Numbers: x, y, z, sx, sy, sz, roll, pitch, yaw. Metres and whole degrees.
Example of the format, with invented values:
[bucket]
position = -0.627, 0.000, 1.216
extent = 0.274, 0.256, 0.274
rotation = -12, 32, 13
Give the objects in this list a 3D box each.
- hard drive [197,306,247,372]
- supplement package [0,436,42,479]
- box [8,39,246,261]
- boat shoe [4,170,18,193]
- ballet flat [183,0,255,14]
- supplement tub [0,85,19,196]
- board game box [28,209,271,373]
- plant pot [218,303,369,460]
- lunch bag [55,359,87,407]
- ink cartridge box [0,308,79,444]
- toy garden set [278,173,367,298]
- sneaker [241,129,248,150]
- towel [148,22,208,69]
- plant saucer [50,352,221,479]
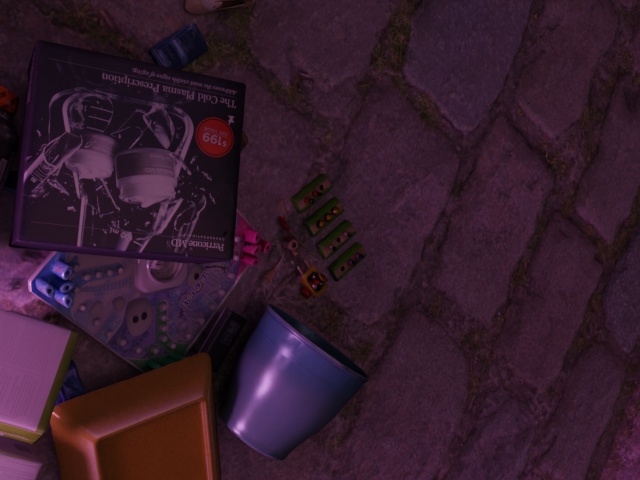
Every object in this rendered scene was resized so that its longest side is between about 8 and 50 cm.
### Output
[hard drive]
position = -0.214, 0.216, 1.517
extent = 0.135, 0.022, 0.094
rotation = -60, 157, -9
[supplement package]
position = -0.610, 0.464, 1.218
extent = 0.134, 0.139, 0.244
rotation = 29, 79, -34
[box]
position = -0.321, -0.128, 1.191
extent = 0.343, 0.179, 0.312
rotation = 6, 85, -27
[boat shoe]
position = -0.458, -0.108, 1.303
extent = 0.258, 0.109, 0.089
rotation = 7, 100, -52
[ballet flat]
position = -0.203, -0.508, 1.468
extent = 0.168, 0.052, 0.057
rotation = -23, 108, -32
[supplement tub]
position = -0.613, -0.098, 1.116
extent = 0.207, 0.207, 0.337
rotation = 20, 82, -36
[board game box]
position = -0.306, 0.045, 1.399
extent = 0.390, 0.050, 0.390
rotation = -56, 135, -19
[plant pot]
position = -0.079, 0.318, 1.529
extent = 0.272, 0.272, 0.255
rotation = 38, 88, -32
[lunch bag]
position = -0.490, 0.268, 1.328
extent = 0.065, 0.067, 0.098
rotation = -25, 106, -33
[ink cartridge box]
position = -0.567, 0.211, 1.189
extent = 0.255, 0.097, 0.188
rotation = 23, 54, -21
[toy garden set]
position = 0.000, 0.000, 1.669
extent = 0.204, 0.049, 0.244
rotation = -41, 116, -26
[sneaker]
position = -0.228, -0.245, 1.468
extent = 0.188, 0.066, 0.071
rotation = 45, 70, -30
[towel]
position = -0.286, -0.387, 1.434
extent = 0.119, 0.029, 0.067
rotation = -42, 118, -26
[plant saucer]
position = -0.337, 0.429, 1.406
extent = 0.333, 0.081, 0.332
rotation = -17, 116, -33
